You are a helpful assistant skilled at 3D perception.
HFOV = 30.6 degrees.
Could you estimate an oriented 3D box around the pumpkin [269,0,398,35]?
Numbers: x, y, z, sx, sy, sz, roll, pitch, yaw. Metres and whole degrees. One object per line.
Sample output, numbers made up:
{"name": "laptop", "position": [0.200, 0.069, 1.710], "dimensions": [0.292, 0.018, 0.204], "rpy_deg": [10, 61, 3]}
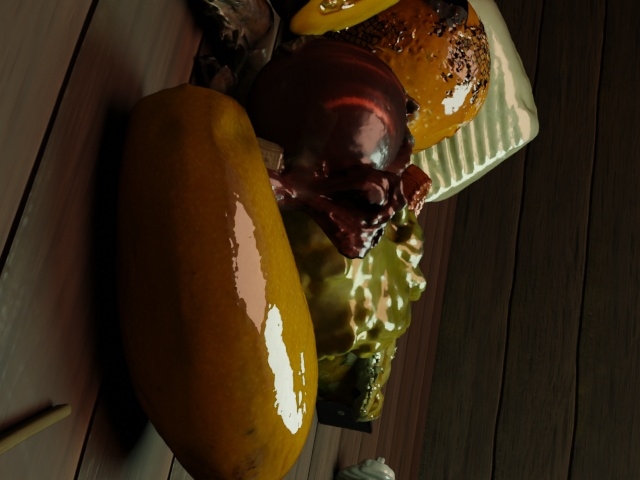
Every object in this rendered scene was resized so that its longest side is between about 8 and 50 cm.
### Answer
{"name": "pumpkin", "position": [0.057, -0.360, 1.074], "dimensions": [0.242, 0.325, 0.232], "rpy_deg": [-16, 79, -44]}

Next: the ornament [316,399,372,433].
{"name": "ornament", "position": [0.048, 0.179, 1.727], "dimensions": [0.088, 0.081, 0.203], "rpy_deg": [84, 14, -47]}

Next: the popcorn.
{"name": "popcorn", "position": [0.000, 0.000, 1.237], "dimensions": [0.233, 0.192, 0.266], "rpy_deg": [-19, 90, -61]}

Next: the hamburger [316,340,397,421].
{"name": "hamburger", "position": [0.037, 0.084, 1.511], "dimensions": [0.265, 0.134, 0.285], "rpy_deg": [70, 33, -76]}

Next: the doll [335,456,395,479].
{"name": "doll", "position": [0.054, 0.458, 1.802], "dimensions": [0.138, 0.119, 0.293], "rpy_deg": [93, 15, -51]}

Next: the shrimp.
{"name": "shrimp", "position": [-0.082, -0.174, 1.054], "dimensions": [0.223, 0.047, 0.126], "rpy_deg": [26, 79, -79]}

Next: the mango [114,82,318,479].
{"name": "mango", "position": [-0.083, 0.052, 0.908], "dimensions": [0.187, 0.144, 0.359], "rpy_deg": [-88, 170, -59]}

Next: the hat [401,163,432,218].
{"name": "hat", "position": [0.042, -0.059, 1.393], "dimensions": [0.112, 0.162, 0.094], "rpy_deg": [-56, 166, -32]}

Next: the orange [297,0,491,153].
{"name": "orange", "position": [0.083, -0.202, 1.370], "dimensions": [0.182, 0.234, 0.234], "rpy_deg": [-104, -175, -46]}

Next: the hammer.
{"name": "hammer", "position": [-0.193, 0.112, 0.699], "dimensions": [0.195, 0.028, 0.060], "rpy_deg": [-29, 116, -80]}

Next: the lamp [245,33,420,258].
{"name": "lamp", "position": [-0.007, -0.103, 1.061], "dimensions": [0.223, 0.215, 0.151], "rpy_deg": [-99, -156, -55]}

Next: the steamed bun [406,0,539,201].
{"name": "steamed bun", "position": [0.135, -0.214, 1.615], "dimensions": [0.272, 0.273, 0.290], "rpy_deg": [-127, -161, -69]}
